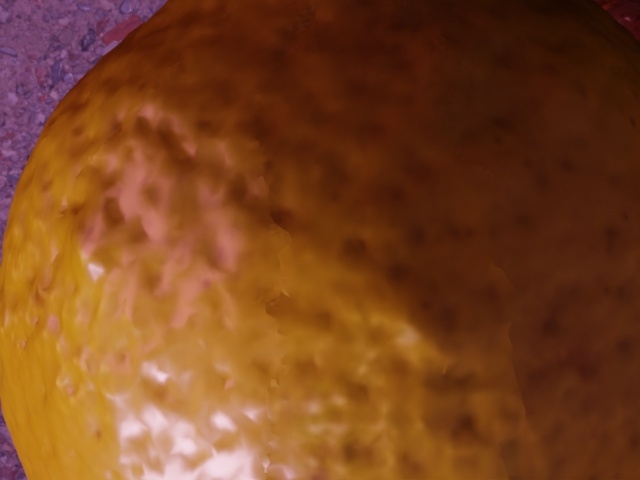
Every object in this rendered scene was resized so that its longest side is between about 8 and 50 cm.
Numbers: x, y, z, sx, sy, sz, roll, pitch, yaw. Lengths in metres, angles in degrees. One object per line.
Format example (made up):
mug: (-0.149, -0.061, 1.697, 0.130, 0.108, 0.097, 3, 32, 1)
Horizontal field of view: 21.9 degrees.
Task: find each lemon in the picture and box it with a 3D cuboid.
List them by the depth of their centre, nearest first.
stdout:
lemon: (0.024, 0.031, 0.762, 0.350, 0.350, 0.387, -108, 19, -69)

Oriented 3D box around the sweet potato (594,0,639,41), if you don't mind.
sweet potato: (0.167, -0.122, 0.934, 0.066, 0.072, 0.314, -60, 14, 19)
